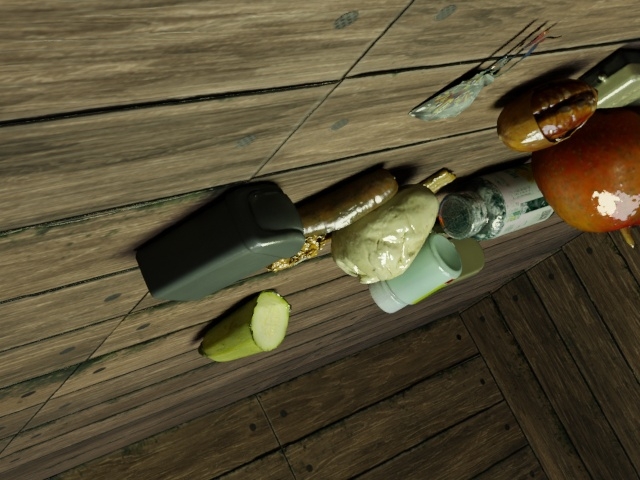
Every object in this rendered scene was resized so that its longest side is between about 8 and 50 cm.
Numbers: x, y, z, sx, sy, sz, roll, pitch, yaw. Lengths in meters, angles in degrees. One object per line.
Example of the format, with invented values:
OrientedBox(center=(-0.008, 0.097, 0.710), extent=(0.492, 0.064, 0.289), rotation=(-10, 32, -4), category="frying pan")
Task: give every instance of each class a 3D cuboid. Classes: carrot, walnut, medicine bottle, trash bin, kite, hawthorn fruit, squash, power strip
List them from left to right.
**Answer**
OrientedBox(center=(-0.142, 0.007, 1.391), extent=(0.236, 0.101, 0.177), rotation=(-28, 169, 15), category="trash bin")
OrientedBox(center=(-0.199, 0.233, 2.098), extent=(0.287, 0.137, 0.137), rotation=(-32, 166, 30), category="squash")
OrientedBox(center=(-0.025, -0.032, 1.547), extent=(0.342, 0.070, 0.070), rotation=(-24, 167, -6), category="carrot")
OrientedBox(center=(0.244, 0.085, 2.358), extent=(0.225, 0.139, 0.139), rotation=(-35, 165, 30), category="medicine bottle")
OrientedBox(center=(0.311, 0.098, 2.598), extent=(0.243, 0.121, 0.247), rotation=(-17, 166, -40), category="trash bin")
OrientedBox(center=(0.246, -0.244, 1.359), extent=(0.245, 0.015, 0.141), rotation=(-33, 168, 38), category="kite")
OrientedBox(center=(0.391, -0.081, 1.999), extent=(0.293, 0.141, 0.141), rotation=(-17, 164, -39), category="medicine bottle")
OrientedBox(center=(0.395, -0.218, 1.555), extent=(0.207, 0.116, 0.116), rotation=(-23, 167, -17), category="walnut")
OrientedBox(center=(0.576, -0.123, 1.830), extent=(0.277, 0.298, 0.277), rotation=(-21, 179, 0), category="hawthorn fruit")
OrientedBox(center=(0.579, -0.299, 1.691), extent=(0.257, 0.070, 0.105), rotation=(-10, 159, -48), category="power strip")

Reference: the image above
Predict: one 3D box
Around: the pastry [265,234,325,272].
OrientedBox(center=(-0.057, 0.011, 1.614), extent=(0.140, 0.056, 0.080), rotation=(-19, -153, -36), category="pastry")

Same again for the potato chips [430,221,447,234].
OrientedBox(center=(0.355, -0.051, 2.243), extent=(0.167, 0.059, 0.228), rotation=(-27, 174, 27), category="potato chips")

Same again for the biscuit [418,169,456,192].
OrientedBox(center=(0.228, -0.114, 1.822), extent=(0.083, 0.018, 0.081), rotation=(-32, 166, 19), category="biscuit")

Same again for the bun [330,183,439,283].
OrientedBox(center=(0.126, -0.008, 1.680), extent=(0.229, 0.145, 0.229), rotation=(-27, -179, 1), category="bun")

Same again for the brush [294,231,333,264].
OrientedBox(center=(0.000, 0.000, 1.741), extent=(0.103, 0.013, 0.272), rotation=(8, -158, 43), category="brush")
